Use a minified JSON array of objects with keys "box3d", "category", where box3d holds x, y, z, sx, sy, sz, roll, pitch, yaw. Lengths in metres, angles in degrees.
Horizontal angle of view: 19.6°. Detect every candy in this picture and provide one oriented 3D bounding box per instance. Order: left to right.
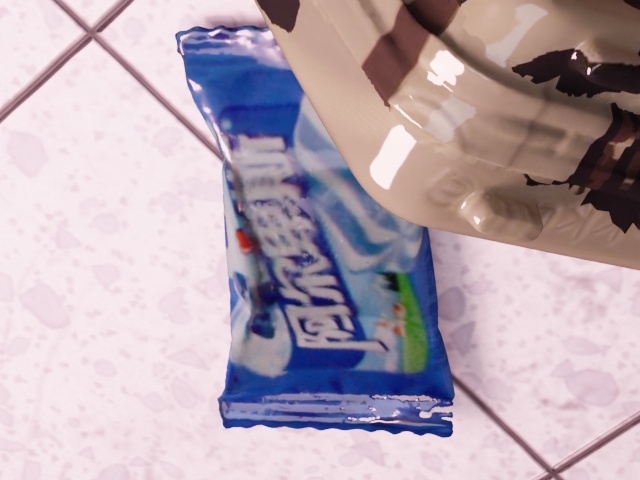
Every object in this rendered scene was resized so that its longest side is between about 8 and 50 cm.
[{"box3d":[0.000,0.000,1.334,0.187,0.077,0.331,0,119,7],"category":"candy"}]

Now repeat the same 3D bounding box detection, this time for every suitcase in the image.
[{"box3d":[0.129,-0.130,1.091,0.351,0.339,0.194,11,126,-37],"category":"suitcase"}]
